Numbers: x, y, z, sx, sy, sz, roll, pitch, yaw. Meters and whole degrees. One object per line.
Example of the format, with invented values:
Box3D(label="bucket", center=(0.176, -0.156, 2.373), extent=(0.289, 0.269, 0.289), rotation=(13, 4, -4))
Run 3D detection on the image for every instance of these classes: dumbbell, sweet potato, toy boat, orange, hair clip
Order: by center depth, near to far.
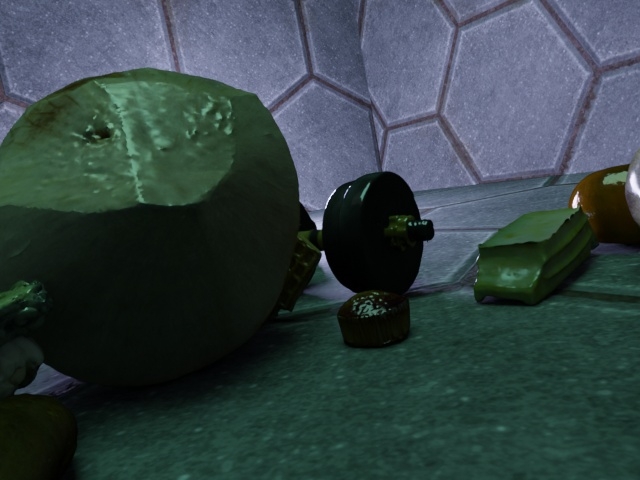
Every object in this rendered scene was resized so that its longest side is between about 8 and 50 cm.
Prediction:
Box3D(label="sweet potato", center=(-0.228, 0.153, 0.346), extent=(0.112, 0.085, 0.286), rotation=(-17, 7, -10))
Box3D(label="hair clip", center=(-0.357, 0.148, 0.470), extent=(0.321, 0.091, 0.138), rotation=(-30, 8, 26))
Box3D(label="toy boat", center=(0.301, 0.009, 0.719), extent=(0.111, 0.084, 0.276), rotation=(-7, 9, 45))
Box3D(label="orange", center=(0.469, -0.053, 0.804), extent=(0.156, 0.124, 0.156), rotation=(-8, -8, -1))
Box3D(label="dumbbell", center=(0.000, 0.000, 0.833), extent=(0.388, 0.185, 0.185), rotation=(-5, 9, 39))

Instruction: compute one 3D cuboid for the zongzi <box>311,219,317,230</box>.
Box3D(label="zongzi", center=(-0.173, -0.078, 1.255), extent=(0.289, 0.317, 0.154), rotation=(-11, -19, -10))

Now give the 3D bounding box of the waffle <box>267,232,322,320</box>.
Box3D(label="waffle", center=(-0.057, 0.048, 0.748), extent=(0.092, 0.135, 0.021), rotation=(40, 24, 29))

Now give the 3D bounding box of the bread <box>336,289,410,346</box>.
Box3D(label="bread", center=(0.062, 0.084, 0.595), extent=(0.085, 0.053, 0.085), rotation=(-10, 7, 1))

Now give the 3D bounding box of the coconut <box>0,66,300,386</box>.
Box3D(label="coconut", center=(-0.215, -0.031, 0.642), extent=(0.344, 0.415, 0.415), rotation=(21, -5, -21))

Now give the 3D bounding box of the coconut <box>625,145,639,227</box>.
Box3D(label="coconut", center=(0.463, -0.065, 0.600), extent=(0.224, 0.224, 0.224), rotation=(-11, 7, 1))
